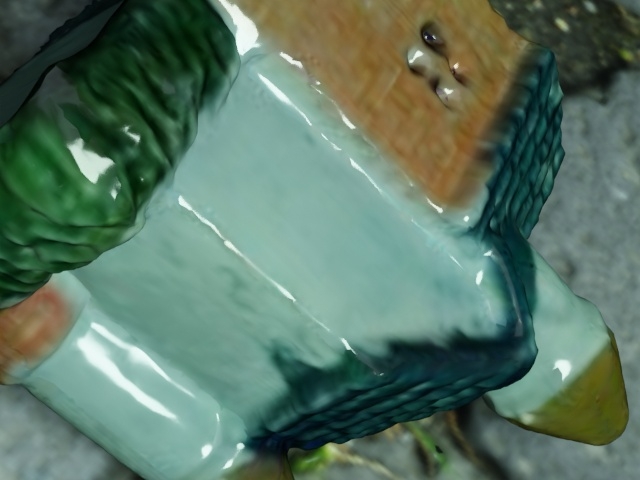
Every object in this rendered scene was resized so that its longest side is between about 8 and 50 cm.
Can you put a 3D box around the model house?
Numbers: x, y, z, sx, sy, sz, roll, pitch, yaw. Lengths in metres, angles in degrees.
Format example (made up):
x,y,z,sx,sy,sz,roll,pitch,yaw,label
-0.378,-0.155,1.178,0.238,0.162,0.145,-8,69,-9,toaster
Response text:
x,y,z,sx,sy,sz,roll,pitch,yaw,label
0.000,0.000,0.580,0.291,0.184,0.253,42,47,-11,model house
